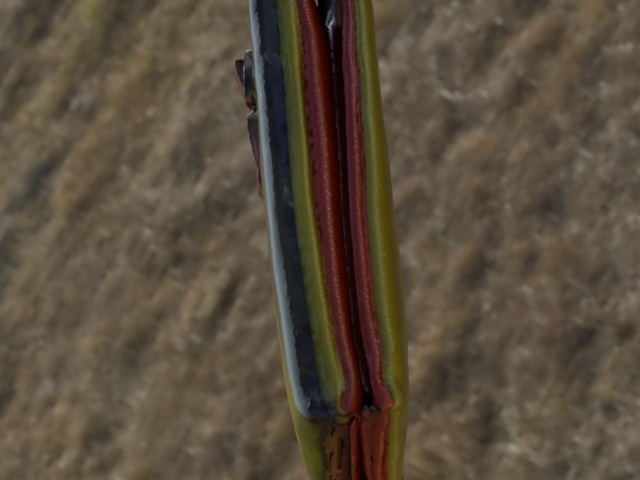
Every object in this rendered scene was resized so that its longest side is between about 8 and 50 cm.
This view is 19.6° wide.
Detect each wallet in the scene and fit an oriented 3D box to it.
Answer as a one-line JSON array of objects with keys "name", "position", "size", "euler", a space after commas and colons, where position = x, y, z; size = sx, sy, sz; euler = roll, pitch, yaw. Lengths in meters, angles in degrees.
[{"name": "wallet", "position": [0.000, 0.000, 0.858], "size": [0.141, 0.067, 0.241], "euler": [88, 177, -60]}]
